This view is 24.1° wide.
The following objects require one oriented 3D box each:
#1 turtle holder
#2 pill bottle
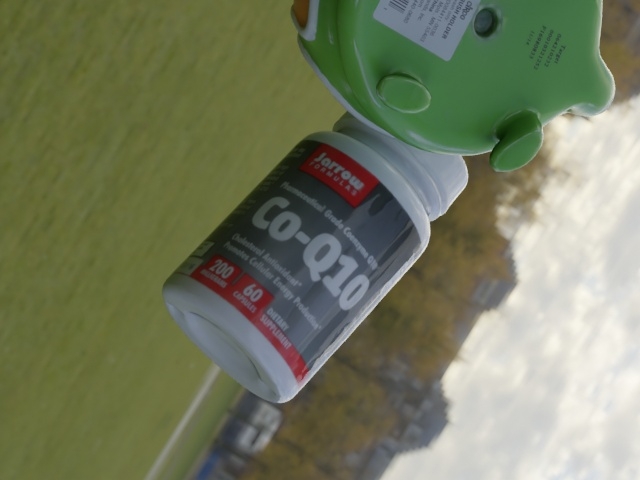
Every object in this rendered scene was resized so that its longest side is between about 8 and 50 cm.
[{"bbox_3d":[0.124,-0.207,1.302,0.227,0.320,0.243,32,-55,55],"label":"turtle holder"},{"bbox_3d":[0.000,0.000,1.414,0.283,0.161,0.161,-48,176,-18],"label":"pill bottle"}]
